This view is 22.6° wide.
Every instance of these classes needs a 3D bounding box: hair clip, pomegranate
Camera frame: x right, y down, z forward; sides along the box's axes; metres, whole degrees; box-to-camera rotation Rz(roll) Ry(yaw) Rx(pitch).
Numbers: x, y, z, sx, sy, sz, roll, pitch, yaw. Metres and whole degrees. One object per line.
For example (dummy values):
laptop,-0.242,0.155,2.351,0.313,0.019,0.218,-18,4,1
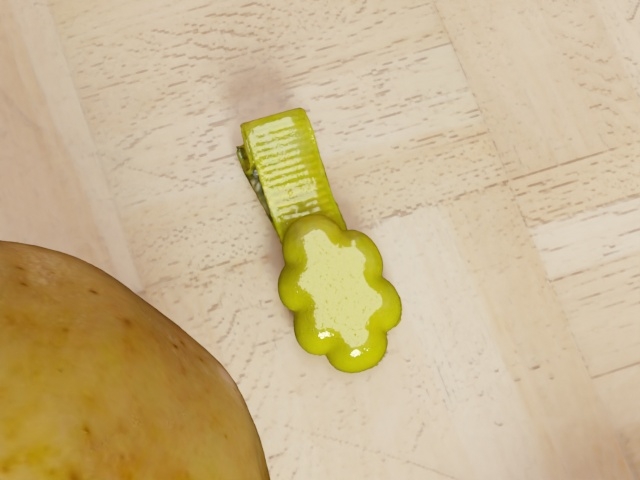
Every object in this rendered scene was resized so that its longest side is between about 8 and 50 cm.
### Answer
hair clip,0.000,0.000,1.005,0.072,0.046,0.173,-17,72,-7
pomegranate,-0.191,0.142,0.806,0.338,0.338,0.338,2,68,-4
